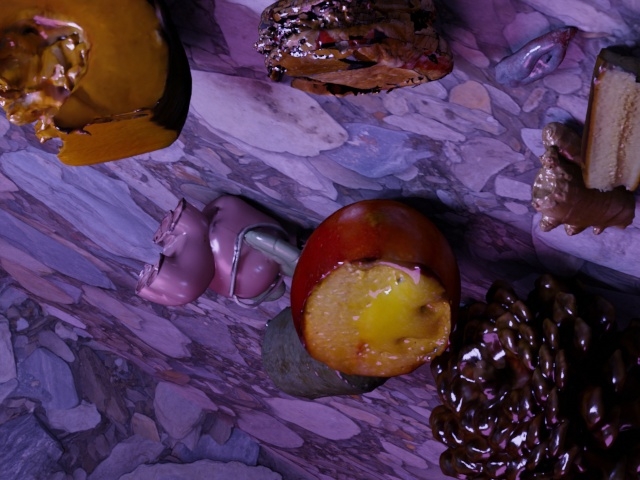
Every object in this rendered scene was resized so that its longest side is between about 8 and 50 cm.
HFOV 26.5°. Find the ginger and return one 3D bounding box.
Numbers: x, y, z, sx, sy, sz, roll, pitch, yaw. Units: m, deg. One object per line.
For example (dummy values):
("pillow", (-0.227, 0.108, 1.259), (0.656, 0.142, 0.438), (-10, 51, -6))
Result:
("ginger", (0.331, -0.056, 1.718), (0.081, 0.115, 0.205), (-19, 137, 39))

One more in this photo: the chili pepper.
("chili pepper", (0.245, -0.206, 1.570), (0.050, 0.041, 0.153), (-12, 175, -27))

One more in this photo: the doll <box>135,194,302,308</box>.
("doll", (-0.156, 0.043, 2.350), (0.268, 0.216, 0.284), (25, 157, -16))

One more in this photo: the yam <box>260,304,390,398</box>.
("yam", (0.028, 0.193, 2.518), (0.195, 0.195, 0.300), (33, 158, -19))

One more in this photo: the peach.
("peach", (0.091, 0.076, 2.062), (0.281, 0.281, 0.338), (28, 174, -7))

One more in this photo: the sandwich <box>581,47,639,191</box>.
("sandwich", (0.346, -0.150, 1.534), (0.090, 0.088, 0.244), (12, 152, 11))

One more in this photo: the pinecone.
("pinecone", (0.364, 0.260, 2.072), (0.398, 0.397, 0.397), (22, 158, 9))

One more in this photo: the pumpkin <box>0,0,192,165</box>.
("pumpkin", (-0.317, -0.244, 1.818), (0.303, 0.256, 0.225), (48, 164, 6))

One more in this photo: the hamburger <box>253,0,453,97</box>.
("hamburger", (0.041, -0.232, 1.579), (0.231, 0.106, 0.231), (-5, 173, -1))

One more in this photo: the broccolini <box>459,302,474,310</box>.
("broccolini", (0.211, 0.126, 2.390), (0.044, 0.042, 0.218), (35, 163, -26))

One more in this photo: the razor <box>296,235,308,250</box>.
("razor", (0.004, 0.000, 2.328), (0.028, 0.044, 0.155), (3, 168, -29))
